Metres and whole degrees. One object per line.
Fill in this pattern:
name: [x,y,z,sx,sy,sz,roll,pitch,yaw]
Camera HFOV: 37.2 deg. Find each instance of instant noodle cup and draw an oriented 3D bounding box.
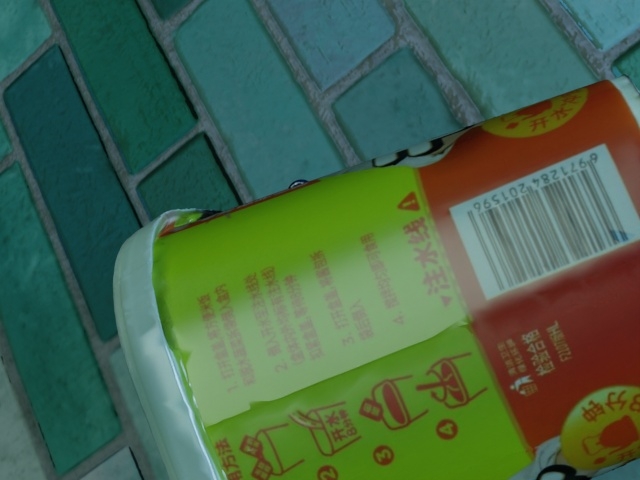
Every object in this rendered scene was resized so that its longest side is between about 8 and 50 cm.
instant noodle cup: [0.081,0.054,0.592,0.308,0.294,0.294,-23,68,15]

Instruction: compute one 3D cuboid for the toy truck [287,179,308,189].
toy truck: [0.000,0.000,0.768,0.073,0.056,0.090,-46,73,7]
